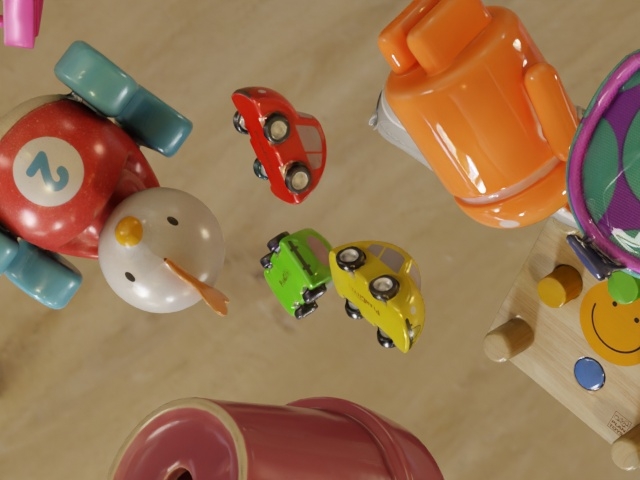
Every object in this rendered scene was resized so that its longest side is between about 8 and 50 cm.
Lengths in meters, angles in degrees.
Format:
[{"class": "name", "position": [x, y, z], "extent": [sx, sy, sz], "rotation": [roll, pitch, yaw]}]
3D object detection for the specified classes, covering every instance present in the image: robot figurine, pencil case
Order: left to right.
[{"class": "robot figurine", "position": [0.138, -0.100, 1.359], "extent": [0.158, 0.128, 0.219], "rotation": [-23, 117, 27]}, {"class": "pencil case", "position": [0.123, 0.000, 0.475], "extent": [0.064, 0.070, 0.151], "rotation": [-37, 150, 16]}]

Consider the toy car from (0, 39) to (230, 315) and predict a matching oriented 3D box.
[{"class": "toy car", "position": [-0.171, -0.014, 1.492], "extent": [0.219, 0.238, 0.210], "rotation": [-54, 151, 0]}]

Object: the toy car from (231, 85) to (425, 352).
[{"class": "toy car", "position": [0.000, 0.000, 1.344], "extent": [0.053, 0.225, 0.239], "rotation": [-30, 80, -19]}]

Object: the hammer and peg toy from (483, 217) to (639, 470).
[{"class": "hammer and peg toy", "position": [0.353, 0.124, 1.749], "extent": [0.127, 0.361, 0.266], "rotation": [-23, 146, -48]}]

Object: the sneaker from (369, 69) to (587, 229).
[{"class": "sneaker", "position": [0.177, -0.087, 1.602], "extent": [0.281, 0.115, 0.105], "rotation": [29, 69, -10]}]

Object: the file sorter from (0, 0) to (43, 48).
[{"class": "file sorter", "position": [-0.238, -0.285, 0.942], "extent": [0.182, 0.291, 0.202], "rotation": [5, 56, -6]}]

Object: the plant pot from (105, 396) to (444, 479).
[{"class": "plant pot", "position": [-0.040, 0.191, 1.124], "extent": [0.180, 0.201, 0.201], "rotation": [28, 93, -45]}]
